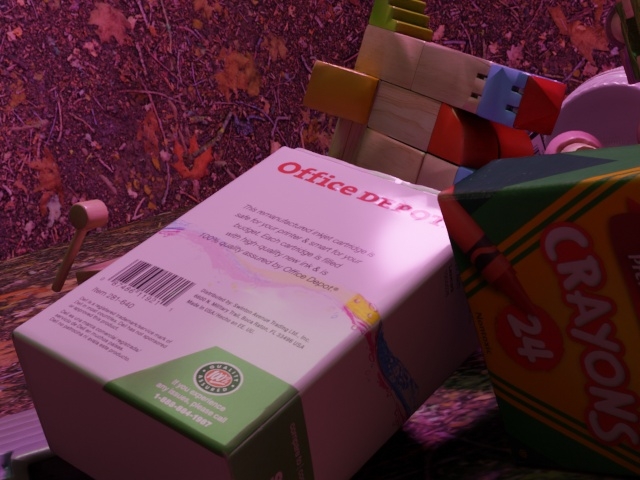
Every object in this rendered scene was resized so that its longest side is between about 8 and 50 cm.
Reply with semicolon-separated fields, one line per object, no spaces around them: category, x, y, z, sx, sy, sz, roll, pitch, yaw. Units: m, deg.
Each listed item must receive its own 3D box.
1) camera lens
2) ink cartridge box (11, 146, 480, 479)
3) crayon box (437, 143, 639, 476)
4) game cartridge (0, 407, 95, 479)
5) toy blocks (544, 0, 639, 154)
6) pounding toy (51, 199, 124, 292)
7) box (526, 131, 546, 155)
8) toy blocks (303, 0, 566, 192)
camera lens;0.443;-0.134;1.513;0.219;0.219;0.274;-7;9;34
ink cartridge box;-0.034;0.064;0.774;0.201;0.117;0.278;21;44;35
crayon box;0.236;0.040;0.651;0.318;0.202;0.081;-5;18;45
game cartridge;-0.106;0.142;0.922;0.355;0.068;0.230;-15;-1;-10
toy blocks;0.352;-0.216;1.149;0.309;0.289;0.260;-16;3;10
pounding toy;-0.230;0.046;1.319;0.181;0.206;0.094;-6;10;41
box;0.141;-0.042;1.348;0.270;0.165;0.143;7;35;47
toy blocks;0.113;-0.035;1.066;0.190;0.381;0.261;8;15;-37
